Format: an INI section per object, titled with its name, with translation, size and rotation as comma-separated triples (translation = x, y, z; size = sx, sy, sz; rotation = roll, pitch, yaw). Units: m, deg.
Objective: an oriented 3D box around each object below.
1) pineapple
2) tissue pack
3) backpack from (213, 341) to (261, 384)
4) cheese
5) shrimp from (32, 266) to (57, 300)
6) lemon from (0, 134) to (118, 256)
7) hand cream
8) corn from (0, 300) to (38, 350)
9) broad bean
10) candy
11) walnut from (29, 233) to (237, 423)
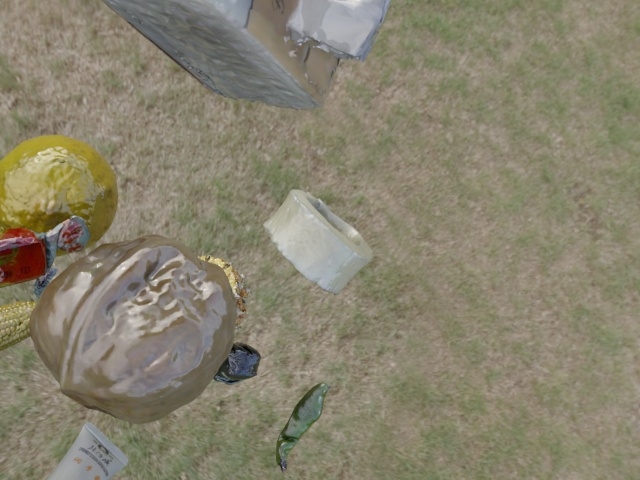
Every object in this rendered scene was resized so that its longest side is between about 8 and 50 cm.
[pineapple]
translation = -0.221, 0.126, 1.486
size = 0.135, 0.079, 0.233
rotation = -17, 55, 10
[tissue pack]
translation = -0.018, -0.290, 0.529
size = 0.238, 0.238, 0.306
rotation = 20, 80, -12
[backpack]
translation = -0.221, 0.306, 1.588
size = 0.120, 0.165, 0.106
rotation = 10, 83, -29
[cheese]
translation = 0.000, -0.004, 1.827
size = 0.292, 0.332, 0.153
rotation = 44, 100, 7
[shrimp]
translation = -0.682, 0.123, 1.566
size = 0.082, 0.174, 0.076
rotation = 28, 53, 3
[lemon]
translation = -0.424, -0.072, 1.026
size = 0.192, 0.231, 0.192
rotation = -5, 113, -13
[hand cream]
translation = -0.538, 0.536, 1.409
size = 0.089, 0.314, 0.140
rotation = -42, 98, 17
[corn]
translation = -0.688, 0.191, 1.326
size = 0.261, 0.097, 0.097
rotation = -24, 85, -43
[broad bean]
translation = -0.041, 0.373, 1.301
size = 0.046, 0.061, 0.195
rotation = 33, 83, -37
[candy]
translation = -0.459, 0.028, 0.867
size = 0.292, 0.086, 0.059
rotation = -15, 39, -35
[walnut]
translation = -0.251, 0.117, 0.881
size = 0.273, 0.227, 0.273
rotation = 12, 59, -21
